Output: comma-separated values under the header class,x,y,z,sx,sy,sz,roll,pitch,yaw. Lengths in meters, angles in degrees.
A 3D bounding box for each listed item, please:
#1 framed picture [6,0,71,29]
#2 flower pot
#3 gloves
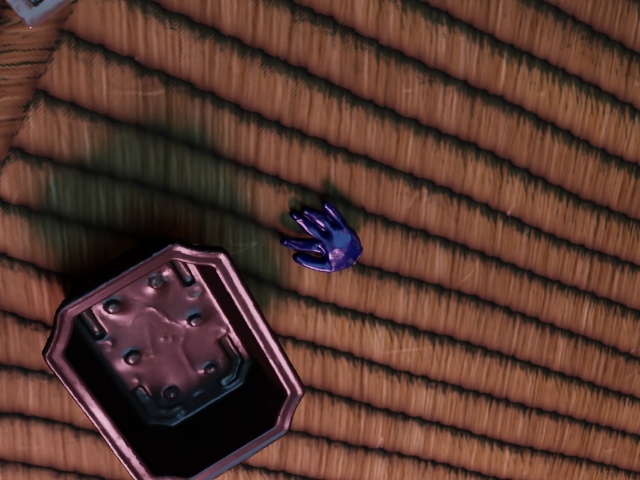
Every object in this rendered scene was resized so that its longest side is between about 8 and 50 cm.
class,x,y,z,sx,sy,sz,roll,pitch,yaw
framed picture,-0.161,-0.311,0.802,0.281,0.019,0.209,-38,126,-1
flower pot,-0.135,0.102,1.009,0.179,0.084,0.250,-30,125,-6
gloves,0.000,0.000,1.048,0.064,0.026,0.086,-41,126,4
